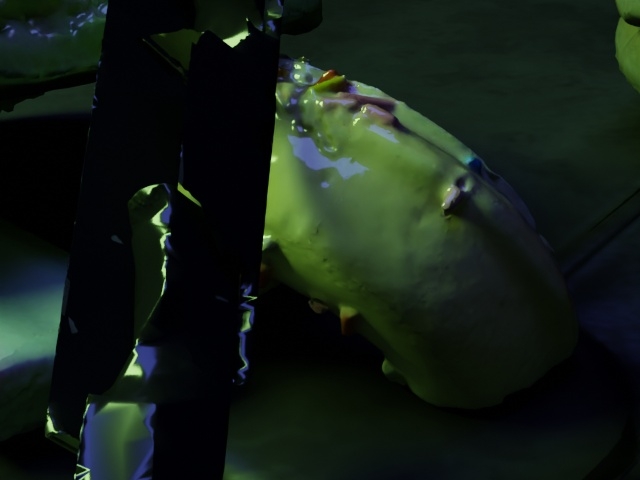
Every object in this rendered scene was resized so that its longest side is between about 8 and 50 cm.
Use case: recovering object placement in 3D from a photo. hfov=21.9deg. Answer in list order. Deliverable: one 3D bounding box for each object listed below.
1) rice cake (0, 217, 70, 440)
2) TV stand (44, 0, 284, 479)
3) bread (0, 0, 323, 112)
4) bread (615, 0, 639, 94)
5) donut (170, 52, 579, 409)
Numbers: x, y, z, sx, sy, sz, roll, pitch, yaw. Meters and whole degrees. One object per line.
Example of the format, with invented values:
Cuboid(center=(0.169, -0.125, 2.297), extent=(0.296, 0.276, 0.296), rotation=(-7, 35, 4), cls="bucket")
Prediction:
Cuboid(center=(-0.142, 0.014, 0.574), extent=(0.080, 0.042, 0.222), rotation=(-19, 29, -40), cls="rice cake")
Cuboid(center=(-0.041, -0.003, 0.457), extent=(0.042, 0.036, 0.249), rotation=(-15, 54, 28), cls="TV stand")
Cuboid(center=(-0.148, -0.064, 0.628), extent=(0.301, 0.045, 0.301), rotation=(-12, 3, 1), cls="bread")
Cuboid(center=(0.271, -0.062, 0.622), extent=(0.337, 0.102, 0.183), rotation=(9, 32, 21), cls="bread")
Cuboid(center=(-0.004, -0.003, 0.529), extent=(0.166, 0.108, 0.065), rotation=(18, 63, 30), cls="donut")
